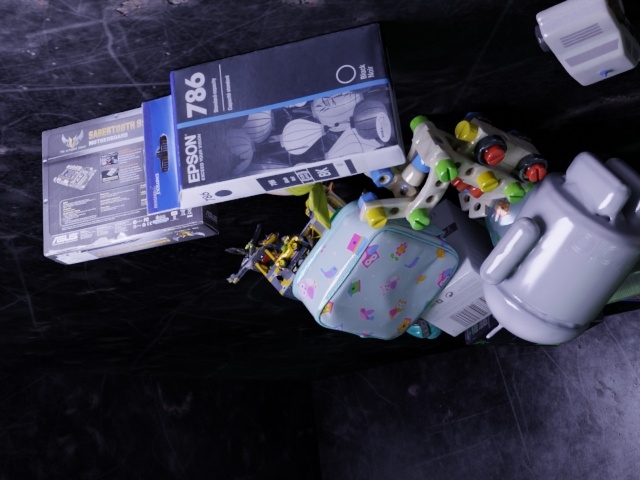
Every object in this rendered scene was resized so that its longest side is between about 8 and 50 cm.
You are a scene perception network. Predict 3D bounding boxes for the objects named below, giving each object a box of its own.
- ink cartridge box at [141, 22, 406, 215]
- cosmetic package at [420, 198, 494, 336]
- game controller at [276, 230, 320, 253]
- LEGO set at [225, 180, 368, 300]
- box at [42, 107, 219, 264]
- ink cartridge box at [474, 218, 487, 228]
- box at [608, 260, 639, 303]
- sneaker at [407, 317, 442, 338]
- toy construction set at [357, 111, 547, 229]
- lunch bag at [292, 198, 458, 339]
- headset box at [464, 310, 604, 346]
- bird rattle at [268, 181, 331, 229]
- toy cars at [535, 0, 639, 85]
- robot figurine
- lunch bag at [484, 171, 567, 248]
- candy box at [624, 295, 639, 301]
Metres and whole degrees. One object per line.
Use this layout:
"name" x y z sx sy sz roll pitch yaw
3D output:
"ink cartridge box" -0.073 -0.142 0.946 0.332 0.166 0.065 -12 162 11
"cosmetic package" 0.251 0.054 1.513 0.151 0.184 0.151 -38 133 25
"game controller" 0.045 0.012 1.661 0.319 0.067 0.166 -10 163 12
"LEGO set" 0.000 0.000 1.445 0.331 0.192 0.255 12 115 -49
"box" -0.256 -0.079 1.046 0.230 0.183 0.056 -12 161 12
"ink cartridge box" 0.314 0.017 1.747 0.217 0.092 0.158 7 158 -45
"box" 0.526 0.034 1.593 0.232 0.059 0.322 -18 -157 18
"sneaker" 0.286 0.165 1.972 0.295 0.124 0.178 -2 129 45
"toy construction set" 0.222 -0.097 1.237 0.327 0.151 0.215 1 138 -48
"lunch bag" 0.102 0.050 1.338 0.279 0.108 0.224 17 110 -50
"headset box" 0.492 0.164 1.873 0.246 0.131 0.283 2 160 -7
"bird rattle" -0.079 -0.107 1.140 0.206 0.143 0.253 0 168 38
"toy cars" 0.348 -0.257 0.861 0.176 0.087 0.394 -7 165 -5
"robot figurine" 0.400 0.029 1.301 0.299 0.200 0.354 7 125 -29
"lunch bag" 0.453 -0.036 1.531 0.223 0.160 0.262 -17 171 21
"candy box" 0.797 -0.002 1.676 0.268 0.122 0.317 5 139 -30
